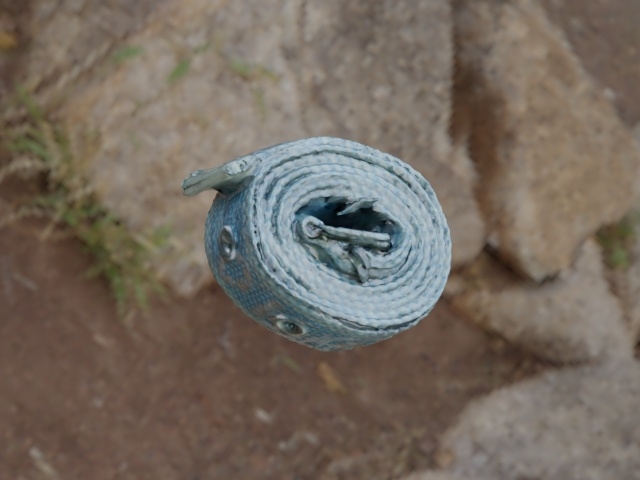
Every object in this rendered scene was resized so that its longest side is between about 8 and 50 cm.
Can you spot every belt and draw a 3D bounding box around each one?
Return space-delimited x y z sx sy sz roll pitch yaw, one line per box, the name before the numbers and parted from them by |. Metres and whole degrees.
belt | 0.008 0.001 1.271 0.163 0.082 0.147 -16 87 -35
